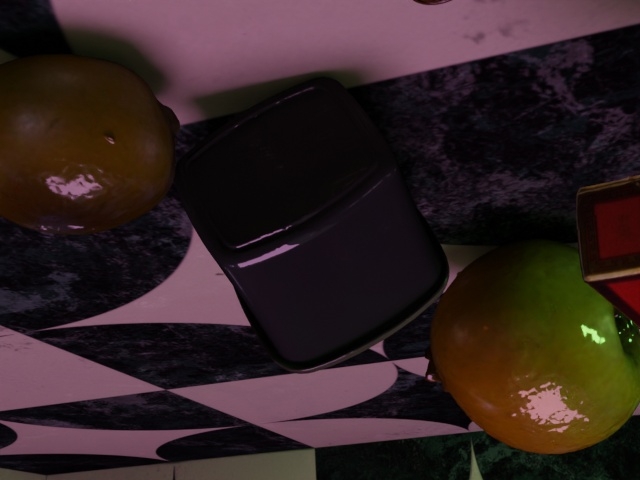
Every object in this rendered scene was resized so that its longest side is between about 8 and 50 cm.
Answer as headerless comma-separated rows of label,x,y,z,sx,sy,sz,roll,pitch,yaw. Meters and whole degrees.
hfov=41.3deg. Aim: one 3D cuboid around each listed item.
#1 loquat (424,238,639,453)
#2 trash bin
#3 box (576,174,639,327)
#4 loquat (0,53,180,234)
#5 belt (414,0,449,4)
loquat,0.263,0.133,1.080,0.275,0.275,0.275,-3,158,-1
trash bin,0.000,0.000,0.814,0.209,0.182,0.290,-30,150,0
box,0.297,-0.001,0.516,0.240,0.074,0.153,-12,158,33
loquat,-0.209,-0.076,0.680,0.195,0.152,0.152,-8,159,-11
belt,0.084,-0.193,0.569,0.059,0.036,0.083,-2,160,-7
